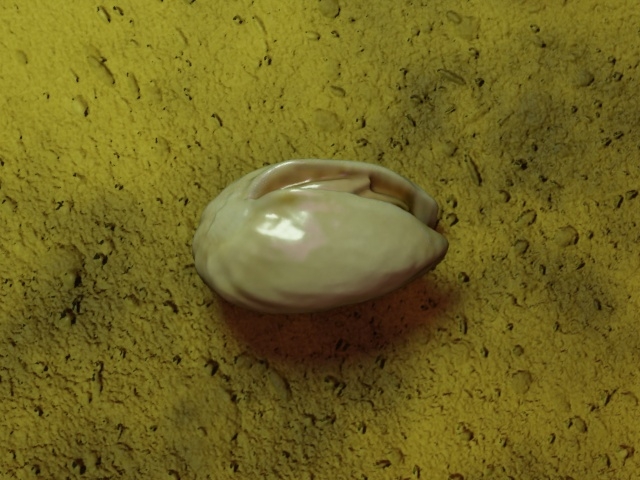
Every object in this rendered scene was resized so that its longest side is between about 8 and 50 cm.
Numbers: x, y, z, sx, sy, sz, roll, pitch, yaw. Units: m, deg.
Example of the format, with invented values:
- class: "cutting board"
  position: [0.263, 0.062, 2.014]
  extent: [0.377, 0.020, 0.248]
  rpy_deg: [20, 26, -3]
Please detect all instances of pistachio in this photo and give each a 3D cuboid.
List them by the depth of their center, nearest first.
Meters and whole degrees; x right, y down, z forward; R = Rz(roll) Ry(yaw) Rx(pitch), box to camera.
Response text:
- class: "pistachio"
  position: [0.000, 0.000, 1.362]
  extent: [0.318, 0.214, 0.193]
  rpy_deg: [1, 48, -10]
